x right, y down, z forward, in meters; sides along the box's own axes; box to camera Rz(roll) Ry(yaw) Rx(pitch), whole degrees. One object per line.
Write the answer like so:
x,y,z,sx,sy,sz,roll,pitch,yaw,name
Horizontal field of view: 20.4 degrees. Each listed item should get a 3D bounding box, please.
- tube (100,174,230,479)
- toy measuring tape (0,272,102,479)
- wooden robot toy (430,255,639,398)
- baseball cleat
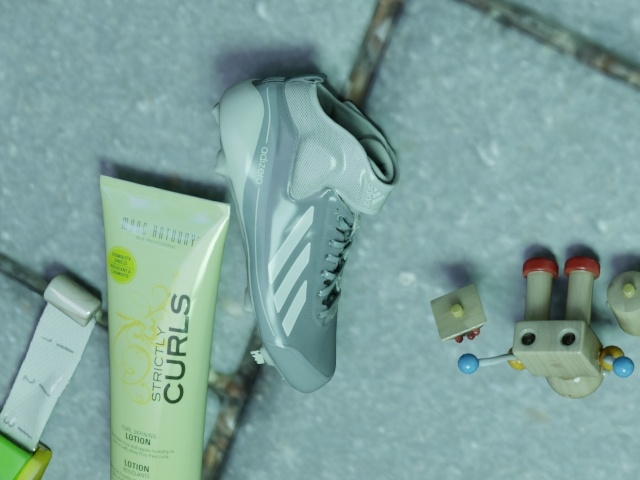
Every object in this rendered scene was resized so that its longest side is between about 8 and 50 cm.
-0.107,0.076,1.163,0.070,0.062,0.240,-4,116,-18,tube
-0.243,0.168,1.239,0.121,0.121,0.330,34,125,5,toy measuring tape
0.154,0.059,1.040,0.173,0.076,0.079,0,151,25,wooden robot toy
0.000,0.000,1.064,0.109,0.072,0.206,-6,117,20,baseball cleat
